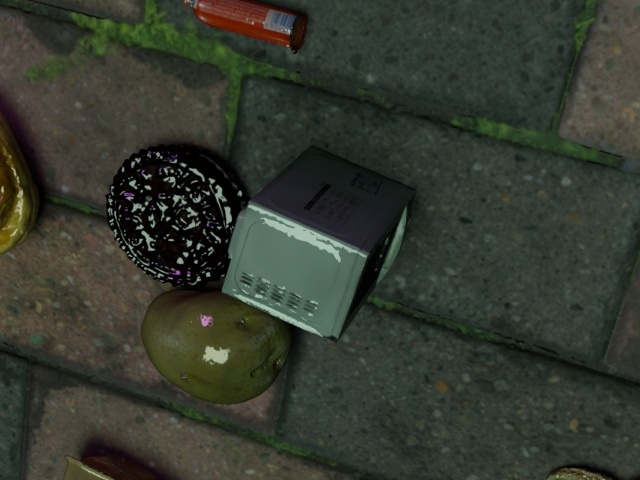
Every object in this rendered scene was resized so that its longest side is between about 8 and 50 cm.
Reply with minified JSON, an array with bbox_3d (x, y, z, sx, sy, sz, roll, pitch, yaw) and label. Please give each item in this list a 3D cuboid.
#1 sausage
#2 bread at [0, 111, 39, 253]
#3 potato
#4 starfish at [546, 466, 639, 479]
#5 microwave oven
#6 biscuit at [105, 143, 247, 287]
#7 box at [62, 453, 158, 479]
[{"bbox_3d":[-0.089,-0.254,1.215,0.145,0.048,0.050,17,154,13],"label":"sausage"},{"bbox_3d":[-0.473,-0.083,1.374,0.198,0.120,0.236,-17,105,22],"label":"bread"},{"bbox_3d":[-0.139,0.122,1.332,0.194,0.157,0.157,23,118,28],"label":"potato"},{"bbox_3d":[0.368,0.339,1.279,0.210,0.053,0.150,26,110,12],"label":"starfish"},{"bbox_3d":[0.000,0.000,1.190,0.162,0.208,0.122,23,117,10],"label":"microwave oven"},{"bbox_3d":[-0.176,-0.030,1.328,0.195,0.053,0.194,7,113,17],"label":"biscuit"},{"bbox_3d":[-0.287,0.359,1.499,0.177,0.111,0.111,25,117,8],"label":"box"}]
